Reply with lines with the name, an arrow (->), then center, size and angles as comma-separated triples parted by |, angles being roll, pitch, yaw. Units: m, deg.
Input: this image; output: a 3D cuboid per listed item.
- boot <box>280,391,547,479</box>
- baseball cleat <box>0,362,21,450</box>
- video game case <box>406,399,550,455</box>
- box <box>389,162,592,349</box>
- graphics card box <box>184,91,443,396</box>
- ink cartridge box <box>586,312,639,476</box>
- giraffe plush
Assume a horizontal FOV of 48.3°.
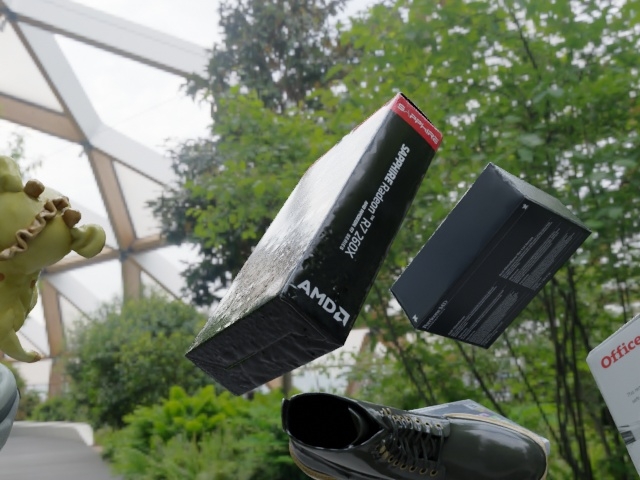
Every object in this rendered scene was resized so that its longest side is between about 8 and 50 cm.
boot -> 0.069, 0.149, 0.508 | 0.197, 0.077, 0.137 | -1, -24, 5
baseball cleat -> -0.353, 0.206, 0.648 | 0.072, 0.206, 0.110 | 29, -37, 21
video game case -> 0.151, 0.243, 0.879 | 0.190, 0.022, 0.173 | -5, 6, -20
box -> 0.263, 0.033, 1.119 | 0.184, 0.103, 0.261 | 19, -63, -39
graphics card box -> 0.000, 0.000, 0.885 | 0.094, 0.371, 0.232 | 42, -42, -13
ink cartridge box -> 0.368, 0.164, 0.681 | 0.085, 0.203, 0.148 | 14, -46, -26
giraffe plush -> -0.324, 0.005, 0.737 | 0.181, 0.170, 0.210 | 33, 8, -43
